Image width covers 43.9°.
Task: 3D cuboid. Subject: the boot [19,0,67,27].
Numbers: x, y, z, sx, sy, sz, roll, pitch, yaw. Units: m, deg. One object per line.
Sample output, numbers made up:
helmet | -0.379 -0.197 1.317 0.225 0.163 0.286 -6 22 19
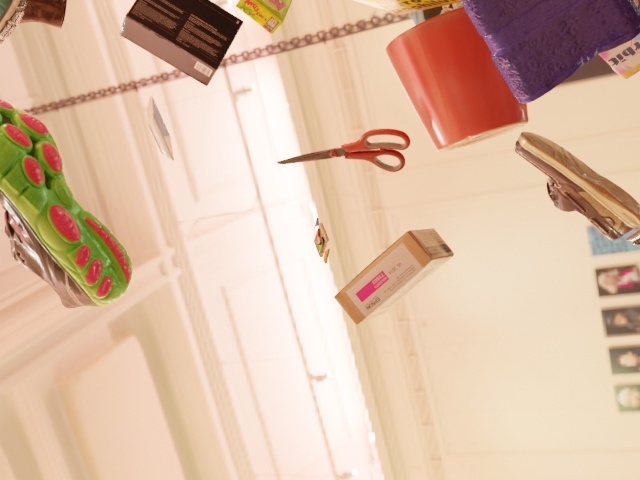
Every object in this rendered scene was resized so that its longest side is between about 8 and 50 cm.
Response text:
boot | -0.685 -0.624 1.827 0.090 0.206 0.248 -138 54 -74

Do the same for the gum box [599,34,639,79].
gum box | 0.672 -0.429 1.652 0.107 0.188 0.062 32 -138 -28

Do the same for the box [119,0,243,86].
box | -0.361 -0.556 2.074 0.261 0.103 0.184 30 -116 -13

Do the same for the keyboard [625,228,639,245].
keyboard | 0.884 -0.036 1.871 0.317 0.201 0.033 112 159 -71

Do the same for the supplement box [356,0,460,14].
supplement box | 0.163 -0.628 1.471 0.195 0.194 0.357 4 -89 -40

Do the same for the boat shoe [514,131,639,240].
boat shoe | 0.466 -0.094 1.462 0.285 0.092 0.103 31 -150 -11

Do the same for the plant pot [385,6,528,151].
plant pot | 0.298 -0.325 1.632 0.275 0.275 0.243 -17 -90 -66

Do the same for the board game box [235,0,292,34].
board game box | -0.104 -0.513 1.634 0.092 0.043 0.181 35 -137 -20

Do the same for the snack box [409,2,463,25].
snack box | 0.401 -0.547 2.204 0.322 0.187 0.060 62 -155 -1

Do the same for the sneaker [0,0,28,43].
sneaker | -0.661 -0.535 1.651 0.107 0.110 0.275 -152 80 -74

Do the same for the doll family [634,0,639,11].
doll family | 0.510 -0.518 1.591 0.263 0.163 0.118 -139 40 -57

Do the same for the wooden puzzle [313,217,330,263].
wooden puzzle | 0.000 0.000 2.149 0.116 0.014 0.078 -116 32 -42

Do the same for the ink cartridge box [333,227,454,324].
ink cartridge box | 0.169 0.078 1.788 0.088 0.234 0.193 52 -159 12

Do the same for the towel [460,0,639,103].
towel | 0.337 -0.386 1.221 0.308 0.227 0.076 48 -162 -33

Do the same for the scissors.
scissors | 0.044 -0.197 1.686 0.109 0.297 0.021 81 -161 -45

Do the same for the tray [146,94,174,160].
tray | -0.474 -0.329 2.319 0.270 0.030 0.145 -119 7 -64

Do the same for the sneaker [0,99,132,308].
sneaker | -0.576 -0.058 1.568 0.483 0.202 0.185 60 -147 -8
